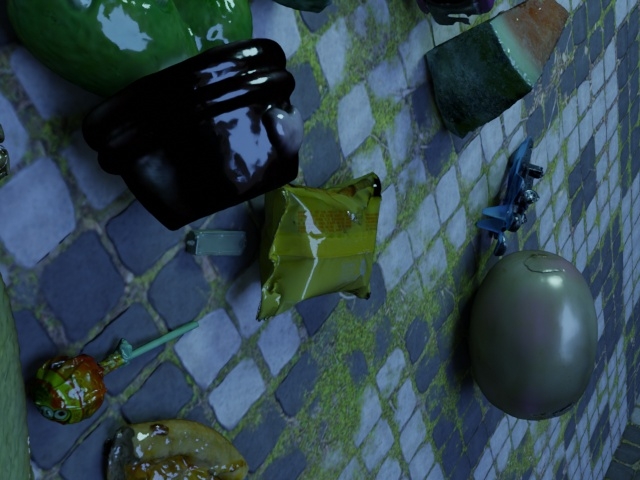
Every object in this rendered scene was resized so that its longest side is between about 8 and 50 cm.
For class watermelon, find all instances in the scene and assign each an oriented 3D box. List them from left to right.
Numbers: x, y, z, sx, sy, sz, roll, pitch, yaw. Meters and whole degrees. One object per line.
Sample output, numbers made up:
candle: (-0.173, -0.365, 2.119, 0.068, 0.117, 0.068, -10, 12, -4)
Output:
watermelon: (0.274, -0.284, 1.059, 0.257, 0.193, 0.139, -43, 101, -31)

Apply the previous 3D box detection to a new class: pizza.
pizza: (-0.160, 0.257, 0.725, 0.161, 0.063, 0.182, -54, 140, -19)

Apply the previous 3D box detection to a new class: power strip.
power strip: (-0.110, 0.002, 0.744, 0.083, 0.017, 0.027, 1, 99, -53)

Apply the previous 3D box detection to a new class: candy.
candy: (-0.181, 0.112, 0.669, 0.201, 0.061, 0.060, -26, 121, -56)

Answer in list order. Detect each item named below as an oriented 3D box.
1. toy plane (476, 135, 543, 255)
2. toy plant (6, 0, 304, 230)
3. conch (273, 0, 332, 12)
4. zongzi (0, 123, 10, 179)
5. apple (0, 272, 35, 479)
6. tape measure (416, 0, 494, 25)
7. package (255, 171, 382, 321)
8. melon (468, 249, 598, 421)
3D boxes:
toy plane: (0.356, -0.095, 1.274, 0.246, 0.078, 0.169, -57, 166, -30)
toy plant: (-0.122, -0.133, 0.580, 0.218, 0.175, 0.235, -29, 95, -53)
conch: (-0.032, -0.322, 0.662, 0.176, 0.122, 0.188, -8, 110, -73)
zongzi: (-0.286, -0.100, 0.438, 0.160, 0.079, 0.176, -31, 121, -50)
apple: (-0.275, 0.136, 0.438, 0.254, 0.179, 0.345, -31, 126, -58)
tape measure: (0.181, -0.431, 0.879, 0.245, 0.149, 0.231, 45, 66, -50)
package: (0.000, 0.000, 0.828, 0.226, 0.090, 0.168, -4, 101, -55)
melon: (0.376, 0.172, 1.261, 0.223, 0.223, 0.316, -23, 120, -47)
